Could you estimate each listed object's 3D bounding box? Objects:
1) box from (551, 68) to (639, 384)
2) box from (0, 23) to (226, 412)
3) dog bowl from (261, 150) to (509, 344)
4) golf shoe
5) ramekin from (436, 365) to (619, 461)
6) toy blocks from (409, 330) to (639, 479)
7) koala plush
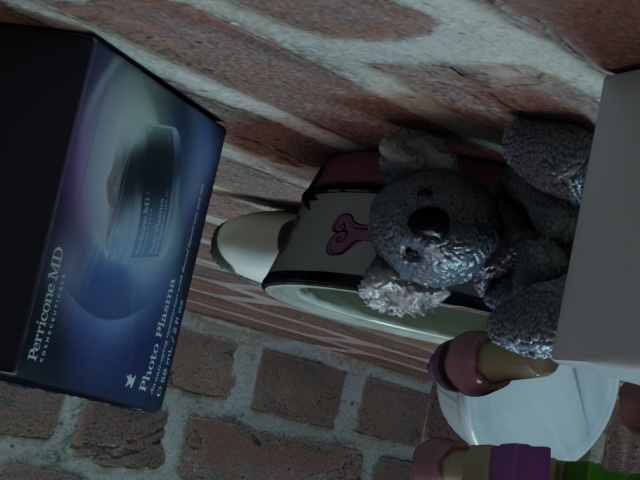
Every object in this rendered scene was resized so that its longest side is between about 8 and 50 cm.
[{"bbox_3d":[0.364,0.022,1.159,0.345,0.215,0.168,16,171,-25],"label":"box"},{"bbox_3d":[-0.245,-0.012,1.507,0.182,0.296,0.294,9,172,22],"label":"box"},{"bbox_3d":[0.152,0.021,1.707,0.408,0.150,0.408,12,173,1],"label":"dog bowl"},{"bbox_3d":[0.000,0.000,2.043,0.273,0.105,0.120,6,156,-1],"label":"golf shoe"},{"bbox_3d":[0.291,0.198,2.388,0.273,0.273,0.127,16,-178,-31],"label":"ramekin"},{"bbox_3d":[0.216,0.264,1.654,0.288,0.309,0.260,16,165,-27],"label":"toy blocks"},{"bbox_3d":[0.140,-0.004,1.436,0.221,0.196,0.203,4,180,23],"label":"koala plush"}]
